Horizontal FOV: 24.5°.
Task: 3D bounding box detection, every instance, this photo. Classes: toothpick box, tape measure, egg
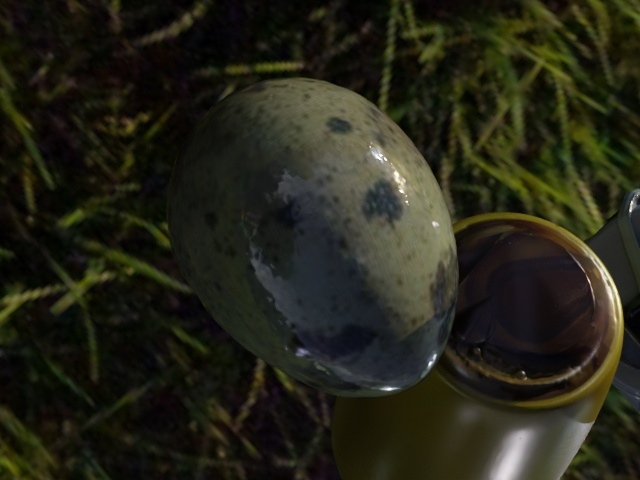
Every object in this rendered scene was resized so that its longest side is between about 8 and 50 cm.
[{"bbox_3d":[0.106,0.095,1.009,0.175,0.175,0.271,-31,161,-20],"label":"toothpick box"},{"bbox_3d":[0.293,0.048,1.229,0.181,0.182,0.107,-50,167,23],"label":"tape measure"},{"bbox_3d":[0.000,0.000,0.775,0.141,0.181,0.141,-35,174,-5],"label":"egg"}]
